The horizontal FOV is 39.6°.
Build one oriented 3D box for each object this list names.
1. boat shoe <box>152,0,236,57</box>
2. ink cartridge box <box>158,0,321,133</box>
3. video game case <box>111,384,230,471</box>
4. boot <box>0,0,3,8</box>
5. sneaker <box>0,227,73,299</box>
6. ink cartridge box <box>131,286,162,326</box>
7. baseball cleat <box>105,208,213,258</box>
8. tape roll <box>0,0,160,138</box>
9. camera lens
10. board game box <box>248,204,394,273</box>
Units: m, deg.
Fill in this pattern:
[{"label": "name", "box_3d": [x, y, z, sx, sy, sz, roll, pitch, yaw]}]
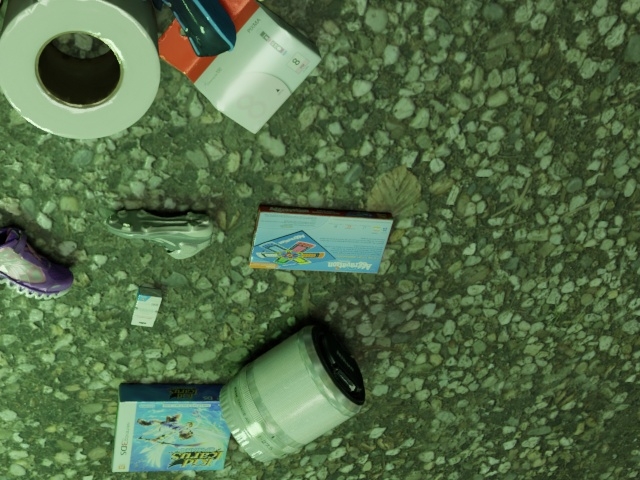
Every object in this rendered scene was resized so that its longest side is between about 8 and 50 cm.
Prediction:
[{"label": "boat shoe", "box_3d": [-0.236, -0.392, 1.415, 0.089, 0.109, 0.258, -20, 122, 24]}, {"label": "ink cartridge box", "box_3d": [-0.144, -0.318, 1.534, 0.232, 0.066, 0.189, 30, 116, -35]}, {"label": "video game case", "box_3d": [-0.343, 0.441, 2.076, 0.269, 0.061, 0.244, 3, 128, -15]}, {"label": "boot", "box_3d": [-0.534, -0.390, 1.387, 0.084, 0.059, 0.158, 27, 109, -26]}, {"label": "sneaker", "box_3d": [-0.576, 0.032, 1.685, 0.236, 0.095, 0.105, 22, 112, -26]}, {"label": "ink cartridge box", "box_3d": [-0.364, 0.139, 1.854, 0.048, 0.028, 0.083, 10, 124, -20]}, {"label": "baseball cleat", "box_3d": [-0.312, -0.006, 1.727, 0.205, 0.072, 0.109, 2, 133, -10]}, {"label": "tape roll", "box_3d": [-0.380, -0.307, 1.411, 0.246, 0.169, 0.246, -6, 128, -8]}, {"label": "camera lens", "box_3d": [-0.056, 0.334, 1.957, 0.274, 0.219, 0.219, -34, 127, 14]}, {"label": "board game box", "box_3d": [0.000, 0.000, 1.832, 0.281, 0.027, 0.145, 3, 125, -16]}]
